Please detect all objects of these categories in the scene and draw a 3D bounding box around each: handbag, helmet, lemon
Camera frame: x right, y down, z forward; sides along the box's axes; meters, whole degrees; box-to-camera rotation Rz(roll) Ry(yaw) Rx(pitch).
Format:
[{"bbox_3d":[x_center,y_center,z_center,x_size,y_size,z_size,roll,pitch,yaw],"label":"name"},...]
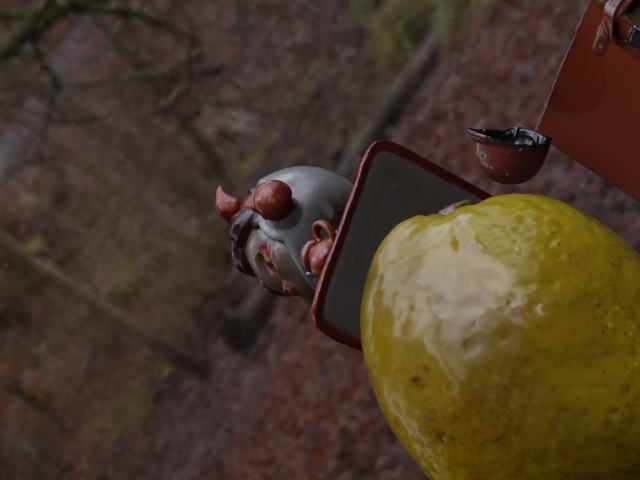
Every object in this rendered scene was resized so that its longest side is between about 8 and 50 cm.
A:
[{"bbox_3d":[0.275,-0.133,1.403,0.063,0.127,0.190,-45,-18,-31],"label":"handbag"},{"bbox_3d":[0.166,-0.075,1.426,0.065,0.084,0.049,34,121,57],"label":"helmet"},{"bbox_3d":[0.115,0.069,0.873,0.170,0.207,0.170,-31,-11,-6],"label":"lemon"}]

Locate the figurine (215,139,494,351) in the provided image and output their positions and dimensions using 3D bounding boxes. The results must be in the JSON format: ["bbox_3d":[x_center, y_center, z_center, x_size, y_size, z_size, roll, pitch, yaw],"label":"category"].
[{"bbox_3d":[0.000,0.000,1.320,0.226,0.183,0.160,14,82,46],"label":"figurine"}]
